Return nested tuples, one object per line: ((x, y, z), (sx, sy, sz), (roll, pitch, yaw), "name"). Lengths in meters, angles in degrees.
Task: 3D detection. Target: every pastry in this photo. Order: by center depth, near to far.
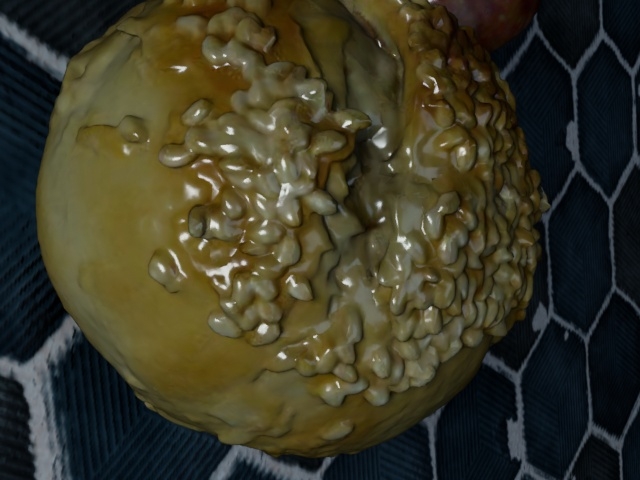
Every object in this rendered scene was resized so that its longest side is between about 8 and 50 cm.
((0.007, -0.017, 0.684), (0.315, 0.184, 0.284), (17, 77, -33), "pastry")

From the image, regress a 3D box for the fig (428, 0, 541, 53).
((0.079, -0.236, 0.890), (0.143, 0.160, 0.231), (-13, 87, -16), "fig")
